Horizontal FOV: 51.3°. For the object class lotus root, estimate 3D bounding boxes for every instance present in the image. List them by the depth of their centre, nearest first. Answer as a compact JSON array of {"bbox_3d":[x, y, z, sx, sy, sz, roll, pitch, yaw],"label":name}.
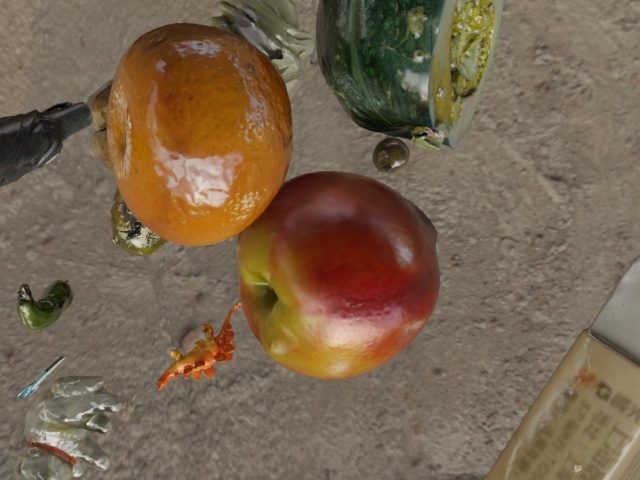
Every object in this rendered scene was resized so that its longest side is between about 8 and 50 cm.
[{"bbox_3d":[-0.332,-0.209,1.205,0.193,0.291,0.193,0,90,-34],"label":"lotus root"}]

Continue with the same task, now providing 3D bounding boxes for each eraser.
[{"bbox_3d":[0.206,0.180,0.539,0.144,0.078,0.343,16,106,-51],"label":"eraser"}]

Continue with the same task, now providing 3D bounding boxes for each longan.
[{"bbox_3d":[0.193,-0.229,1.822,0.113,0.113,0.092,-50,130,-11],"label":"longan"}]

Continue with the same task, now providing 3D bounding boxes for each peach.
[{"bbox_3d":[0.040,0.053,1.191,0.388,0.388,0.389,1,87,-14],"label":"peach"}]

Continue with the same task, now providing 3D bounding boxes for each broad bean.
[{"bbox_3d":[-0.373,0.087,0.911,0.046,0.195,0.061,4,88,-6],"label":"broad bean"}]

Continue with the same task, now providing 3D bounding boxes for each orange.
[{"bbox_3d":[-0.119,-0.104,0.669,0.170,0.224,0.224,-5,88,-29],"label":"orange"}]

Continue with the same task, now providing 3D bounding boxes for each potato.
[{"bbox_3d":[-0.423,-0.103,1.667,0.176,0.141,0.298,17,98,-23],"label":"potato"}]

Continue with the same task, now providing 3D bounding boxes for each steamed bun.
[{"bbox_3d":[-0.166,-0.501,1.699,0.275,0.206,0.320,-21,97,26],"label":"steamed bun"}]

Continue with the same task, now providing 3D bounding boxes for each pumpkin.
[{"bbox_3d":[0.102,-0.255,0.856,0.196,0.293,0.264,14,87,24],"label":"pumpkin"}]

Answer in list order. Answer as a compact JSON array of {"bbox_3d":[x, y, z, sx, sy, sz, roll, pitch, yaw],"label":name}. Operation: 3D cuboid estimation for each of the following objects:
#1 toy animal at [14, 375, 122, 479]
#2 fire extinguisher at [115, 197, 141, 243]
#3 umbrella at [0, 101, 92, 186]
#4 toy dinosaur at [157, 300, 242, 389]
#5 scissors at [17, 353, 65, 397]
[{"bbox_3d":[-0.591,0.453,1.522,0.188,0.307,0.266,-25,95,-55],"label":"toy animal"},{"bbox_3d":[-0.427,-0.126,1.538,0.089,0.072,0.268,-3,76,9],"label":"fire extinguisher"},{"bbox_3d":[-0.306,-0.073,0.616,0.235,0.059,0.066,-44,127,-46],"label":"umbrella"},{"bbox_3d":[-0.261,0.260,1.567,0.288,0.070,0.117,-40,52,-15],"label":"toy dinosaur"},{"bbox_3d":[-0.567,0.278,1.362,0.014,0.058,0.119,44,86,9],"label":"scissors"}]
